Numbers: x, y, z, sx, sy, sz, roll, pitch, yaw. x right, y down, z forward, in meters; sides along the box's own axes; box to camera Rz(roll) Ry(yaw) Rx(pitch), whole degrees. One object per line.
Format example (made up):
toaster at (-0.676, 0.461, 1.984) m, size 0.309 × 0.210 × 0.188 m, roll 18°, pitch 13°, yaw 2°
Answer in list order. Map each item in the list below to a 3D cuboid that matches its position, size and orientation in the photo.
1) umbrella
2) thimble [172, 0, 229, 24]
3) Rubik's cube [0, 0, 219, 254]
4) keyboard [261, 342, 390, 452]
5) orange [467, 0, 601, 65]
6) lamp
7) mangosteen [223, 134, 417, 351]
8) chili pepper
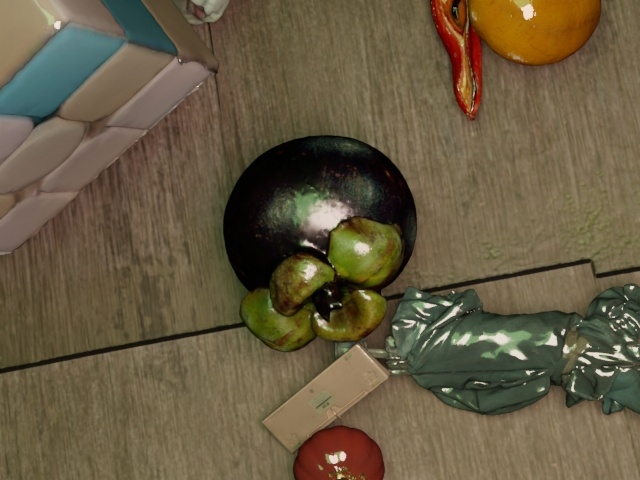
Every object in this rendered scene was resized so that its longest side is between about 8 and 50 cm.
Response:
umbrella at (0.189, 0.120, 1.205) m, size 0.349 × 0.094 × 0.143 m, roll -2°, pitch 85°, yaw 12°
thimble at (-0.191, -0.360, 1.310) m, size 0.211 × 0.185 × 0.149 m, roll 23°, pitch 85°, yaw -25°
Rubik's cube at (-0.374, -0.207, 1.098) m, size 0.346 × 0.347 × 0.344 m, roll -40°, pitch 80°, yaw 13°
keyboard at (0.006, 0.175, 1.222) m, size 0.055 × 0.017 × 0.166 m, roll 46°, pitch 119°, yaw -2°
orange at (0.238, -0.270, 1.250) m, size 0.156 × 0.124 × 0.156 m, roll 7°, pitch 67°, yaw -17°
lamp at (0.020, 0.250, 1.212) m, size 0.101 × 0.090 × 0.101 m, roll -3°, pitch 117°, yaw -6°
mangosteen at (0.000, 0.000, 1.192) m, size 0.243 × 0.243 × 0.243 m, roll -2°, pitch 79°, yaw 10°
chili pepper at (0.163, -0.265, 1.306) m, size 0.059 × 0.050 × 0.268 m, roll -16°, pitch 77°, yaw 28°
